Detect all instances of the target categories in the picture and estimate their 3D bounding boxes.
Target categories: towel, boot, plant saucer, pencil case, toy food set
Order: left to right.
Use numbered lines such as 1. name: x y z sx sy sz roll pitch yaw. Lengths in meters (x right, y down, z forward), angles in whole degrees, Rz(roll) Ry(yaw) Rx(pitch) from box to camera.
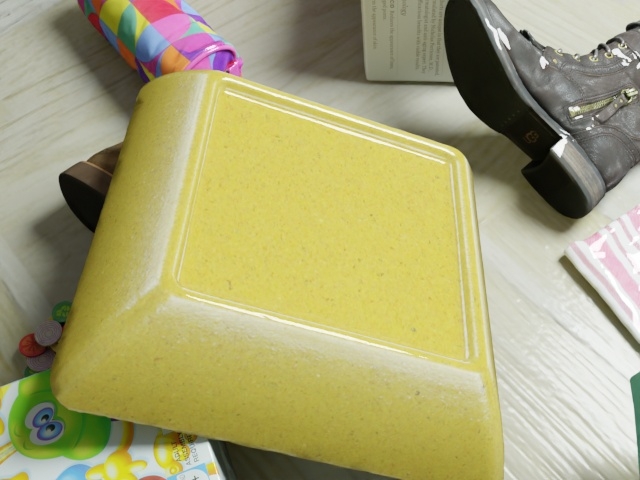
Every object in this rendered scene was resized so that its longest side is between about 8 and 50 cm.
1. toy food set: -0.228 0.097 0.715 0.082 0.020 0.083 24 63 18
2. pencil case: -0.178 -0.234 0.874 0.104 0.104 0.236 -33 62 -15
3. boot: -0.099 -0.015 0.731 0.305 0.112 0.115 32 55 24
4. plant saucer: 0.000 0.000 0.620 0.332 0.081 0.333 16 47 -14
5. boot: 0.265 -0.170 0.772 0.229 0.091 0.263 -36 95 -15
6. towel: 0.339 0.013 0.715 0.197 0.029 0.144 -29 60 -13

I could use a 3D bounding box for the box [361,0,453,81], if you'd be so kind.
1. box: 0.107 -0.291 0.833 0.119 0.182 0.181 2 58 6

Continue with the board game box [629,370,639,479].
1. board game box: 0.379 0.224 0.502 0.335 0.079 0.254 12 59 -6

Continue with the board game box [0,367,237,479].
1. board game box: -0.205 0.195 0.581 0.275 0.144 0.142 -20 59 -7
